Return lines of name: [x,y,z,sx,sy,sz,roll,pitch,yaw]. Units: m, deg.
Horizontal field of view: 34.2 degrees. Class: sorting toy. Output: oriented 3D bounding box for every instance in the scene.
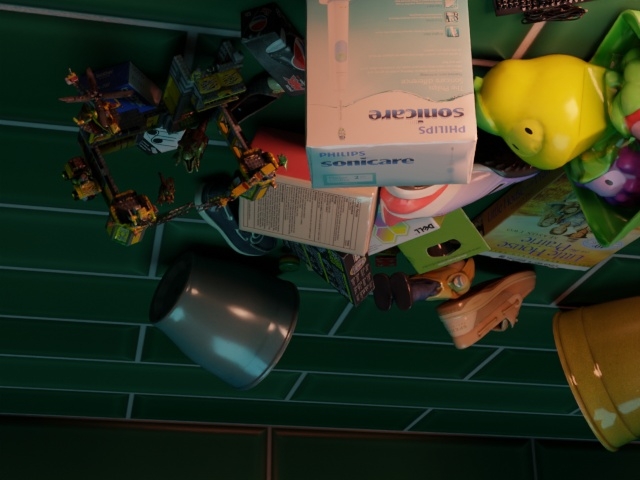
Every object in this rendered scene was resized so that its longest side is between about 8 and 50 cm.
sorting toy: [0.041,0.016,2.226,0.274,0.046,0.132,-3,156,6]

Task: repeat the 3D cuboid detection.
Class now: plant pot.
plant pot: [-0.227,0.156,2.306,0.255,0.272,0.271,31,144,-24]
plant pot: [0.803,0.277,2.516,0.353,0.366,0.366,-26,147,23]

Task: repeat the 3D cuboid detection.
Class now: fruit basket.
fruit basket: [0.425,-0.170,1.593,0.392,0.283,0.392,-17,159,-7]

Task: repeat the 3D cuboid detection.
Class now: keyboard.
keyboard: [0.340,-0.336,1.456,0.192,0.038,0.100,-6,155,15]

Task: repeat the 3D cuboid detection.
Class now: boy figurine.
boy figurine: [0.245,0.084,2.202,0.285,0.092,0.177,-15,-174,-43]

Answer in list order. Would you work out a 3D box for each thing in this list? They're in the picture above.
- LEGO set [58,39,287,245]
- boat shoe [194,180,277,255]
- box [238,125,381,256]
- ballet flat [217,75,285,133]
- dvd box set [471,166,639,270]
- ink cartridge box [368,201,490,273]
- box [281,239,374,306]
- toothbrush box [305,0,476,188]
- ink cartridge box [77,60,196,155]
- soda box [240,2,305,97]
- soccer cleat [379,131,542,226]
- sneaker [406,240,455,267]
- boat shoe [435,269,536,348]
LEGO set: [-0.209,-0.154,1.550,0.331,0.255,0.192,-13,162,-24]
boat shoe: [-0.147,-0.042,2.044,0.079,0.095,0.254,-2,149,31]
box: [-0.015,-0.087,1.793,0.232,0.127,0.149,12,135,6]
ballet flat: [-0.108,-0.221,1.690,0.057,0.049,0.173,18,150,-37]
dvd box set: [0.512,-0.059,2.047,0.307,0.062,0.420,9,154,-20]
ink cartridge box: [0.167,-0.025,1.937,0.189,0.097,0.255,-23,115,41]
box: [0.000,0.000,2.008,0.216,0.060,0.270,40,168,21]
toothbrush box: [0.089,-0.226,1.382,0.216,0.295,0.126,-3,156,3]
ink cartridge box: [-0.297,-0.213,1.710,0.097,0.046,0.207,-12,153,21]
soda box: [-0.055,-0.281,1.553,0.060,0.053,0.169,-11,154,22]
soccer cleat: [0.242,-0.105,1.794,0.318,0.109,0.116,-14,142,-24]
sneaker: [0.212,-0.018,2.135,0.083,0.118,0.222,-24,-173,-10]
boat shoe: [0.378,0.150,2.306,0.341,0.110,0.121,-20,179,-45]
